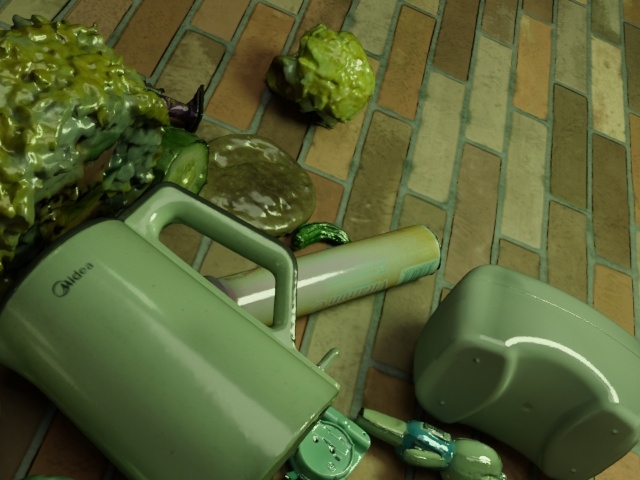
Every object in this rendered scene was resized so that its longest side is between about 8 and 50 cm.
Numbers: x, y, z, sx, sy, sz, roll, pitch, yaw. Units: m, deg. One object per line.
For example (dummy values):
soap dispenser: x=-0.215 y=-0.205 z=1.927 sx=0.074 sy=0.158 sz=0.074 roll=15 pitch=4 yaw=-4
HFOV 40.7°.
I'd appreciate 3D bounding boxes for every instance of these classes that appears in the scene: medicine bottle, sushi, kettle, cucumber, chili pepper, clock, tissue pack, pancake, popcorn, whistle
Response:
medicine bottle: x=0.007 y=0.062 z=1.358 sx=0.426 sy=0.108 sz=0.108 roll=-14 pitch=61 yaw=-35
sushi: x=-0.388 y=-0.087 z=1.097 sx=0.240 sy=0.396 sz=0.351 roll=41 pitch=55 yaw=5
kettle: x=-0.164 y=0.127 z=1.092 sx=0.376 sy=0.250 sz=0.361 roll=39 pitch=70 yaw=9
cucumber: x=-0.302 y=-0.142 z=1.356 sx=0.244 sy=0.134 sz=0.134 roll=29 pitch=46 yaw=16
chili pepper: x=-0.002 y=-0.006 z=1.453 sx=0.118 sy=0.035 sz=0.055 roll=6 pitch=63 yaw=-33
clock: x=0.002 y=0.299 z=1.198 sx=0.101 sy=0.041 sz=0.135 roll=35 pitch=47 yaw=5
tissue pack: x=0.319 y=0.186 z=1.310 sx=0.333 sy=0.229 sz=0.236 roll=27 pitch=39 yaw=-3
pancake: x=-0.119 y=-0.103 z=1.462 sx=0.241 sy=0.050 sz=0.242 roll=14 pitch=49 yaw=-16
popcorn: x=-0.004 y=-0.305 z=1.613 sx=0.212 sy=0.198 sz=0.198 roll=-3 pitch=50 yaw=6
whistle: x=0.160 y=0.305 z=1.250 sx=0.235 sy=0.077 sz=0.114 roll=22 pitch=18 yaw=0

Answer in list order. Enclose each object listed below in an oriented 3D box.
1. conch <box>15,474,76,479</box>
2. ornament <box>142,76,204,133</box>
conch: x=-0.297 y=0.364 z=0.929 sx=0.277 sy=0.195 sz=0.220 roll=5 pitch=69 yaw=-51
ornament: x=-0.303 y=-0.228 z=1.461 sx=0.203 sy=0.081 sz=0.088 roll=6 pitch=50 yaw=-18
